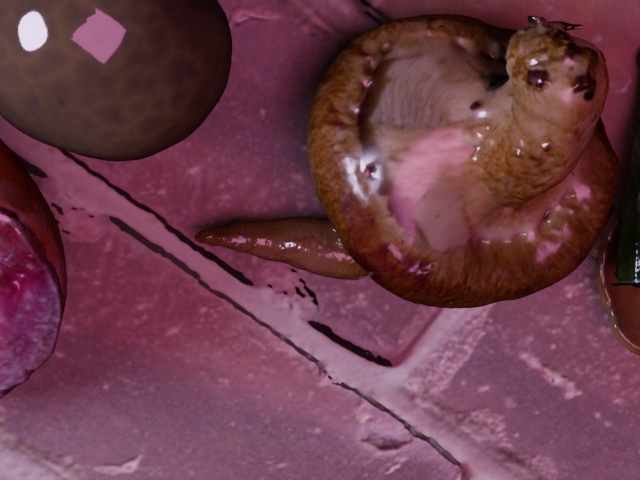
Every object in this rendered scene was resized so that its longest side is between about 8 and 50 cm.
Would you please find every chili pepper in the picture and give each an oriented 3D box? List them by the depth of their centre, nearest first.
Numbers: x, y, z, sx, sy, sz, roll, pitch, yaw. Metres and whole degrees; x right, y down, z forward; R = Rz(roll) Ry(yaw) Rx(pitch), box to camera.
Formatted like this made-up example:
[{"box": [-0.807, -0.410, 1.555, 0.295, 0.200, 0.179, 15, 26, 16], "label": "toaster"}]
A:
[{"box": [0.306, -0.072, 1.386, 0.088, 0.059, 0.226, -2, 90, 14], "label": "chili pepper"}]

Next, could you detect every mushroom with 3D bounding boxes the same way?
[{"box": [0.119, -0.067, 1.266, 0.267, 0.254, 0.267, 0, 90, 11], "label": "mushroom"}]

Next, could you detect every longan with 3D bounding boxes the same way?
[{"box": [-0.172, -0.162, 1.167, 0.198, 0.198, 0.212, -42, 122, 4], "label": "longan"}]

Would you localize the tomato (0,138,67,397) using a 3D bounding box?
[{"box": [-0.367, -0.004, 1.186, 0.335, 0.176, 0.289, 18, 126, -22], "label": "tomato"}]

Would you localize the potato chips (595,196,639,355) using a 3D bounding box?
[{"box": [0.359, 0.019, 1.448, 0.195, 0.062, 0.208, 26, 98, -4], "label": "potato chips"}]

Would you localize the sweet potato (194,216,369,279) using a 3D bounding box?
[{"box": [0.002, 0.006, 1.347, 0.226, 0.068, 0.068, -5, 112, -12], "label": "sweet potato"}]
